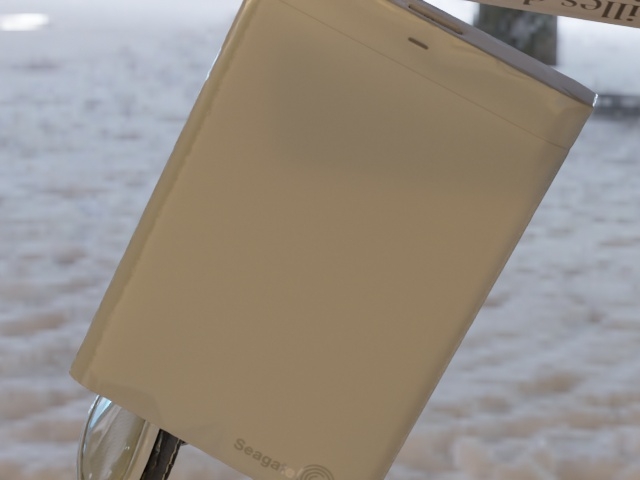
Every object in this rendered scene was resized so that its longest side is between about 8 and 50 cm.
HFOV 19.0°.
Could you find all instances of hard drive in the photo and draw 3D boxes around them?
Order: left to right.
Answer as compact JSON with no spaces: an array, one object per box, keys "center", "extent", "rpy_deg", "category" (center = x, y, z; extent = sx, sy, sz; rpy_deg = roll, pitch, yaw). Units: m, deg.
[{"center":[0.000,0.000,1.122],"extent":[0.203,0.308,0.040],"rpy_deg":[28,23,2],"category":"hard drive"}]

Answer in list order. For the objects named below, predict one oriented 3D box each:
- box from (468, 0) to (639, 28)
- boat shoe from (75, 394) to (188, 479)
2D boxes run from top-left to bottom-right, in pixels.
[{"center":[0.004,-0.118,0.565],"extent":[0.324,0.067,0.063],"rpy_deg":[10,-21,0],"category":"box"},{"center":[-0.113,0.104,1.509],"extent":[0.114,0.091,0.303],"rpy_deg":[-30,34,38],"category":"boat shoe"}]
